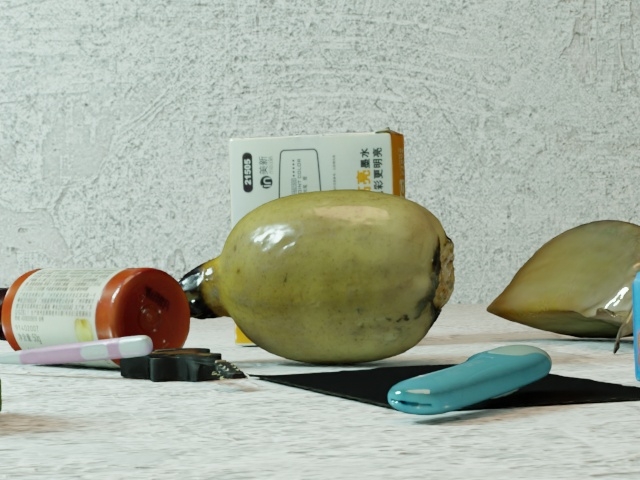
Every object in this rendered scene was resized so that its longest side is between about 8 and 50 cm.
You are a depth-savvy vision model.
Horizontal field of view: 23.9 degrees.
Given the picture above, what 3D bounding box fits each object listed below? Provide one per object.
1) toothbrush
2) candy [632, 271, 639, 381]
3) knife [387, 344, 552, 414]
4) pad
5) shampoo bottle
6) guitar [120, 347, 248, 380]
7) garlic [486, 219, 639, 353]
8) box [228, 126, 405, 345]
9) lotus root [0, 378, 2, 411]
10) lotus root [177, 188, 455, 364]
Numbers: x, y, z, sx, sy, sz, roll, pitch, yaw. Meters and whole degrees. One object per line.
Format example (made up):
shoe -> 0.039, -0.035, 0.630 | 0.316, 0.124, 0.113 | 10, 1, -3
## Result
toothbrush -> -0.272, 0.112, 1.460 | 0.286, 0.020, 0.025 | -8, 4, 35
candy -> 0.401, 0.070, 1.174 | 0.157, 0.100, 0.306 | 1, -2, -30
knife -> 0.112, 0.102, 1.090 | 0.064, 0.031, 0.222 | 4, 6, 29
pad -> 0.109, 0.121, 1.276 | 0.247, 0.007, 0.367 | 0, 0, -21
shampoo bottle -> -0.264, 0.080, 1.599 | 0.278, 0.104, 0.104 | -1, -1, 45
guitar -> -0.115, 0.116, 1.370 | 0.088, 0.025, 0.233 | -2, 0, -24
garlic -> 0.354, 0.078, 1.827 | 0.196, 0.151, 0.338 | -29, 15, -15
box -> 0.000, 0.000, 1.902 | 0.220, 0.274, 0.091 | -4, 2, 13
lotus root -> -0.316, 0.045, 1.055 | 0.186, 0.186, 0.186 | -1, -1, 0
lotus root -> -0.016, 0.040, 1.569 | 0.310, 0.183, 0.183 | -4, -1, 17
